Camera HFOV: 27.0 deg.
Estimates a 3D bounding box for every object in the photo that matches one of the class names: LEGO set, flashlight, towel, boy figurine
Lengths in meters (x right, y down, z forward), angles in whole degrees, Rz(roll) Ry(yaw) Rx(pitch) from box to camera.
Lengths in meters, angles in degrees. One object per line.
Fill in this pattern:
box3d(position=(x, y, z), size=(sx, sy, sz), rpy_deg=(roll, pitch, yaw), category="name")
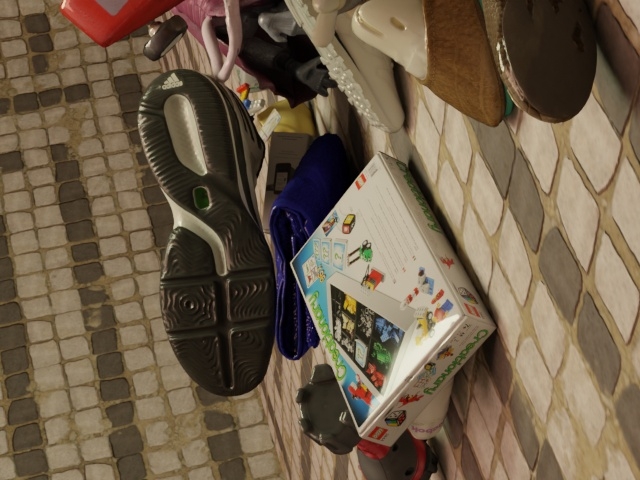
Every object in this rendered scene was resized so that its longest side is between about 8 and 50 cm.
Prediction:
box3d(position=(-0.104, -0.216, 2.075), size=(0.244, 0.060, 0.182), rpy_deg=(-56, 25, 12), category="LEGO set")
box3d(position=(0.058, 0.252, 1.669), size=(0.103, 0.103, 0.304), rpy_deg=(33, 175, 28), category="flashlight")
box3d(position=(0.000, 0.000, 1.846), size=(0.308, 0.076, 0.228), rpy_deg=(-65, -24, -64), category="towel")
box3d(position=(-0.034, -0.083, 2.135), size=(0.177, 0.092, 0.285), rpy_deg=(-128, 26, -75), category="boy figurine")

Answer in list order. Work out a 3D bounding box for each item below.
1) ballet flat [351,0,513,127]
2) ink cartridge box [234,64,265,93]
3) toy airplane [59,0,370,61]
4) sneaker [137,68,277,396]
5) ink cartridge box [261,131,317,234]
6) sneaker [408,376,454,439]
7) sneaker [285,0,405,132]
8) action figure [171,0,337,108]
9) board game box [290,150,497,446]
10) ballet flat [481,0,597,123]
box3d(position=(0.078, -0.258, 1.255), size=(0.116, 0.124, 0.342), rpy_deg=(126, 131, -76), category="ballet flat")
box3d(position=(-0.138, -0.403, 2.437), size=(0.225, 0.056, 0.181), rpy_deg=(95, 160, -62), category="ink cartridge box")
box3d(position=(-0.088, -0.393, 1.431), size=(0.272, 0.386, 0.384), rpy_deg=(146, 121, -69), category="toy airplane")
box3d(position=(-0.119, -0.019, 1.884), size=(0.257, 0.169, 0.448), rpy_deg=(-22, -76, -74), category="sneaker")
box3d(position=(-0.036, -0.079, 2.002), size=(0.109, 0.063, 0.151), rpy_deg=(17, -102, -71), category="ink cartridge box")
box3d(position=(0.081, 0.126, 1.682), size=(0.305, 0.114, 0.152), rpy_deg=(-116, 19, -53), category="sneaker")
box3d(position=(0.046, -0.238, 1.578), size=(0.235, 0.094, 0.090), rpy_deg=(60, 167, -8), category="sneaker")
box3d(position=(-0.144, -0.327, 1.920), size=(0.370, 0.275, 0.248), rpy_deg=(39, 131, 32), category="action figure")
box3d(position=(0.073, 0.060, 1.541), size=(0.193, 0.053, 0.305), rpy_deg=(-51, 37, 23), category="board game box")
box3d(position=(0.153, -0.194, 1.036), size=(0.058, 0.084, 0.250), rpy_deg=(128, 137, -56), category="ballet flat")
